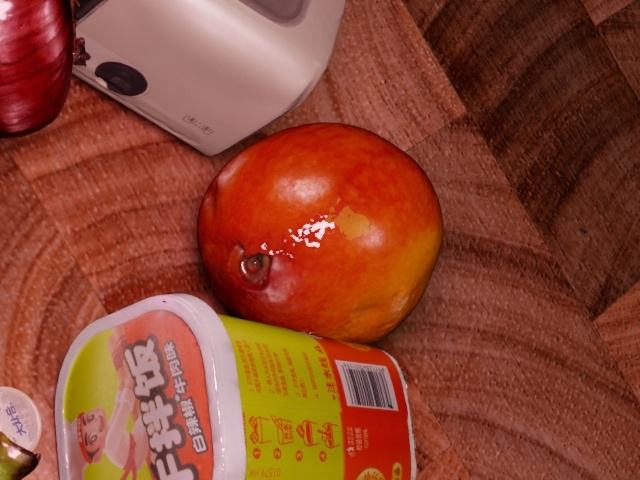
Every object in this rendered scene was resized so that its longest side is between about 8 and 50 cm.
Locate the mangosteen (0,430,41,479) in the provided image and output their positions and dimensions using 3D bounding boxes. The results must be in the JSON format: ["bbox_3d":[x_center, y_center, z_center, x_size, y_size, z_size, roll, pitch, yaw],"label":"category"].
[{"bbox_3d":[-0.435,0.207,1.471,0.311,0.311,0.311,15,64,-34],"label":"mangosteen"}]

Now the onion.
[{"bbox_3d":[-0.375,-0.223,1.748,0.285,0.273,0.273,-18,84,-15],"label":"onion"}]

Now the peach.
[{"bbox_3d":[0.000,0.000,1.955,0.281,0.238,0.281,14,66,-35],"label":"peach"}]

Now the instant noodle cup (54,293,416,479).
[{"bbox_3d":[-0.075,0.207,1.816,0.308,0.294,0.294,9,67,-43],"label":"instant noodle cup"}]

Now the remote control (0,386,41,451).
[{"bbox_3d":[-0.371,0.211,1.709,0.221,0.042,0.078,-26,90,-41],"label":"remote control"}]

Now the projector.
[{"bbox_3d":[-0.138,-0.275,1.946,0.249,0.249,0.248,31,56,-25],"label":"projector"}]
